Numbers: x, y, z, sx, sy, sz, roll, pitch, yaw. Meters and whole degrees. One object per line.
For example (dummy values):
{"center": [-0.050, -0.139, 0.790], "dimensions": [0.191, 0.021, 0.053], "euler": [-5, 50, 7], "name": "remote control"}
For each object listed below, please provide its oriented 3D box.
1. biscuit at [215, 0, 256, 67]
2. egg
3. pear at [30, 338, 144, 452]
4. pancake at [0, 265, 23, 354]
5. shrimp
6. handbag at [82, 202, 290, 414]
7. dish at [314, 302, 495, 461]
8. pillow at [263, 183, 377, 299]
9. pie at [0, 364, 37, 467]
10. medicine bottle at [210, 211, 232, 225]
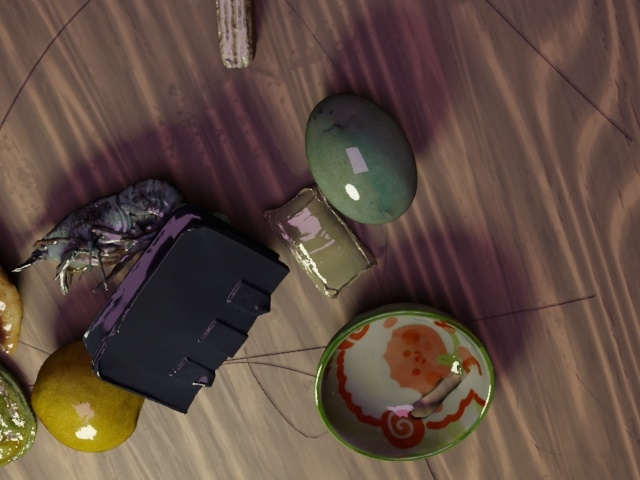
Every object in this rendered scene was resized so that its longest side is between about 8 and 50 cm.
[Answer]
{"center": [-0.137, -0.401, 1.681], "dimensions": [0.062, 0.108, 0.238], "euler": [-3, 110, 0], "name": "biscuit"}
{"center": [0.067, -0.135, 1.743], "dimensions": [0.169, 0.169, 0.236], "euler": [-30, 110, 12], "name": "egg"}
{"center": [-0.417, 0.276, 1.888], "dimensions": [0.209, 0.209, 0.208], "euler": [0, 110, 1], "name": "pear"}
{"center": [-0.623, 0.077, 1.859], "dimensions": [0.257, 0.056, 0.212], "euler": [31, 132, -9], "name": "pancake"}
{"center": [-0.395, 0.013, 1.806], "dimensions": [0.372, 0.172, 0.137], "euler": [-33, 104, 15], "name": "shrimp"}
{"center": [-0.220, 0.122, 1.795], "dimensions": [0.269, 0.118, 0.325], "euler": [33, 99, -35], "name": "handbag"}
{"center": [0.147, 0.238, 1.910], "dimensions": [0.324, 0.124, 0.324], "euler": [-1, 117, -2], "name": "dish"}
{"center": [0.000, 0.000, 1.856], "dimensions": [0.119, 0.053, 0.208], "euler": [-34, 106, 9], "name": "pillow"}
{"center": [-0.705, 0.326, 1.986], "dimensions": [0.323, 0.070, 0.323], "euler": [0, 109, 1], "name": "pie"}
{"center": [-0.189, 0.053, 1.880], "dimensions": [0.090, 0.053, 0.208], "euler": [-8, 113, 4], "name": "medicine bottle"}
